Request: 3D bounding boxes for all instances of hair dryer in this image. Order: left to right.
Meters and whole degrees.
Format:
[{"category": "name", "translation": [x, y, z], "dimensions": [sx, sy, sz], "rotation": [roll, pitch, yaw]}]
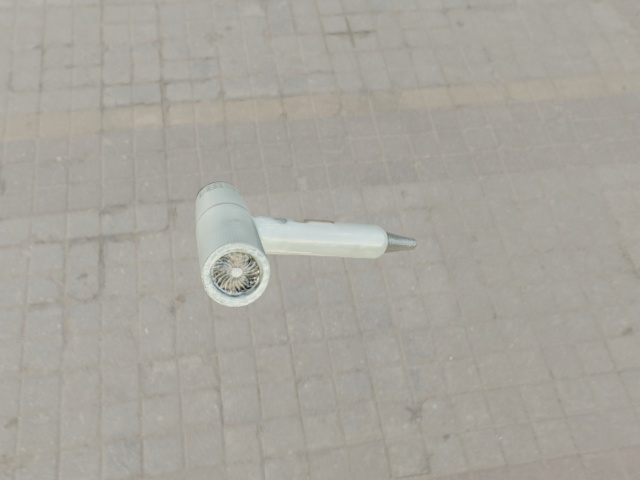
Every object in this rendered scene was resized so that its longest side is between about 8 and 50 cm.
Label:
[{"category": "hair dryer", "translation": [0.003, 0.003, 0.455], "dimensions": [0.183, 0.044, 0.155], "rotation": [6, 19, -14]}]
